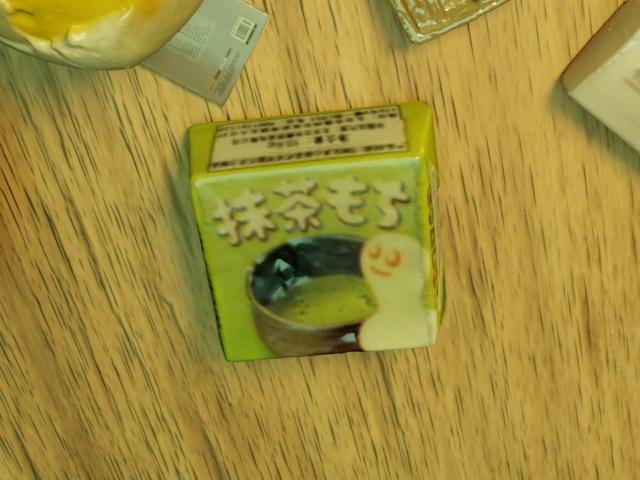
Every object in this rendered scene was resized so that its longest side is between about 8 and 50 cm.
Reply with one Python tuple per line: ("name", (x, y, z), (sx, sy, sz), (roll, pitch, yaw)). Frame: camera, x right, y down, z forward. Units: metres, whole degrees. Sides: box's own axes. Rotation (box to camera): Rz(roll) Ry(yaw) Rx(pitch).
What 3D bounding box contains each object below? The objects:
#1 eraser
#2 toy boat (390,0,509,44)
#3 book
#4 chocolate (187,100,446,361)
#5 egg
("eraser", (0.432, -0.158, 0.975), (0.270, 0.095, 0.174), (35, 114, -14))
("toy boat", (0.159, -0.304, 0.925), (0.188, 0.061, 0.116), (-26, 111, 13))
("book", (-0.164, -0.247, 0.984), (0.181, 0.014, 0.127), (26, 114, -12))
("chocolate", (0.000, 0.000, 1.033), (0.300, 0.137, 0.289), (-6, 115, 4))
("egg", (-0.247, -0.317, 0.801), (0.345, 0.283, 0.283), (29, 115, 14))
